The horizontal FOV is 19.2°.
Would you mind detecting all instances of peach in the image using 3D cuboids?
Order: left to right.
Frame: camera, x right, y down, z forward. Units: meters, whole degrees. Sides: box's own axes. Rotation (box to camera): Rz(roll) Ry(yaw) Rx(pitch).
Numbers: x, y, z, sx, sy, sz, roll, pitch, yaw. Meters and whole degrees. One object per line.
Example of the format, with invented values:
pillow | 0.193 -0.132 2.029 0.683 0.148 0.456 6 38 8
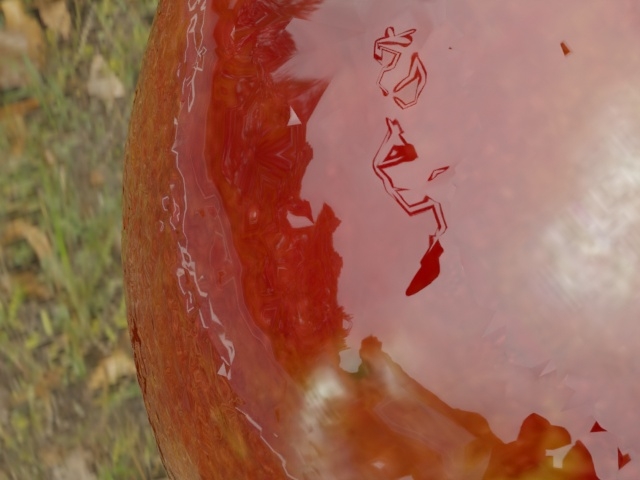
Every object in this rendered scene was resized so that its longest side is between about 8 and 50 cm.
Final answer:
peach | 0.057 -0.019 0.414 0.200 0.243 0.243 2 71 13
